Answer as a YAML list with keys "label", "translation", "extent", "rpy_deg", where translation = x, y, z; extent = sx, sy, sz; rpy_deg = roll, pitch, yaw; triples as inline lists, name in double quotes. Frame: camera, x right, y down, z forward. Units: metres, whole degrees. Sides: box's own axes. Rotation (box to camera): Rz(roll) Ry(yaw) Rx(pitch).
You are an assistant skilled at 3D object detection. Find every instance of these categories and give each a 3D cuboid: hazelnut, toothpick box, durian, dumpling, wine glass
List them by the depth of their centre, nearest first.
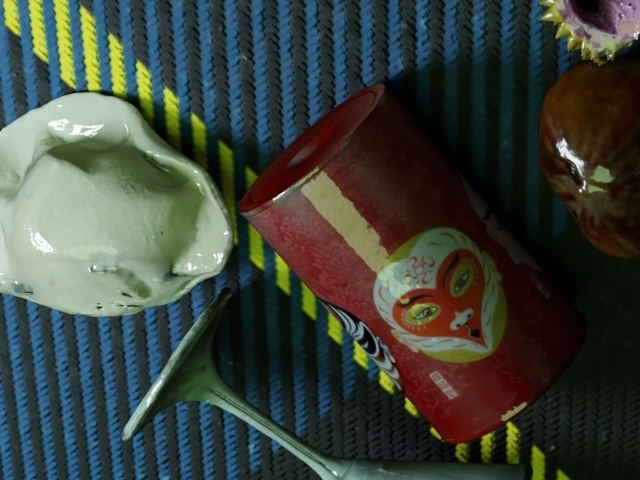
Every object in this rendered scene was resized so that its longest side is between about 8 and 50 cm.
- label: "durian"
  translation: [0.300, -0.292, 1.733]
  extent: [0.154, 0.186, 0.260]
  rpy_deg: [44, 106, 4]
- label: "hazelnut"
  translation: [0.303, -0.079, 1.852]
  extent: [0.178, 0.178, 0.204]
  rpy_deg: [3, 118, 14]
- label: "toothpick box"
  translation: [0.097, 0.025, 1.946]
  extent: [0.204, 0.204, 0.333]
  rpy_deg: [-34, 105, 28]
- label: "dumpling"
  translation: [-0.243, -0.039, 2.057]
  extent: [0.318, 0.187, 0.243]
  rpy_deg: [-5, 76, 10]
- label: "wine glass"
  translation: [0.002, 0.245, 2.074]
  extent: [0.406, 0.267, 0.267]
  rpy_deg: [36, 121, 1]

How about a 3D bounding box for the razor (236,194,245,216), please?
- label: "razor"
  translation: [0.000, -0.002, 2.054]
  extent: [0.191, 0.037, 0.068]
  rpy_deg: [40, 116, -10]
